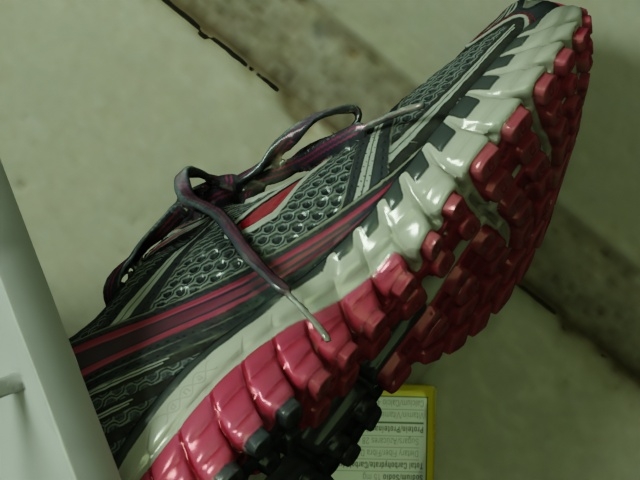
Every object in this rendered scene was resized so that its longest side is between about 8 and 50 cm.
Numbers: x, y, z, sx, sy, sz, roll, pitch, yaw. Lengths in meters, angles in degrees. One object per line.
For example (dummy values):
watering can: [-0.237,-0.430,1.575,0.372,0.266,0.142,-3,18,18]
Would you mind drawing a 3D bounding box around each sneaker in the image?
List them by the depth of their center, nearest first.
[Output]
sneaker: [0.000,0.000,0.596,0.112,0.121,0.299,35,64,24]

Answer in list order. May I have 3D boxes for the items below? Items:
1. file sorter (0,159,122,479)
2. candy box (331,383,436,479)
file sorter: [-0.175,0.143,0.505,0.173,0.193,0.277,-20,89,-48]
candy box: [-0.056,0.107,0.635,0.206,0.027,0.105,3,86,-7]
